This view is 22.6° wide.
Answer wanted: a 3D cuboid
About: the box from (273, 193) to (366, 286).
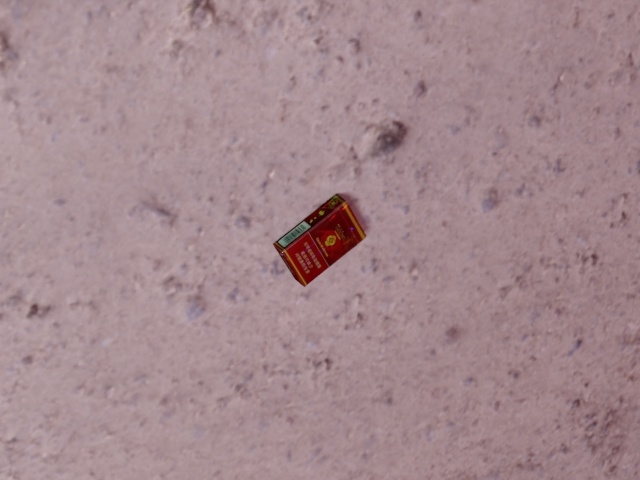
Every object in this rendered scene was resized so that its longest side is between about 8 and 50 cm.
[{"bbox_3d":[0.000,0.000,1.565,0.082,0.023,0.051,-39,128,-10],"label":"box"}]
